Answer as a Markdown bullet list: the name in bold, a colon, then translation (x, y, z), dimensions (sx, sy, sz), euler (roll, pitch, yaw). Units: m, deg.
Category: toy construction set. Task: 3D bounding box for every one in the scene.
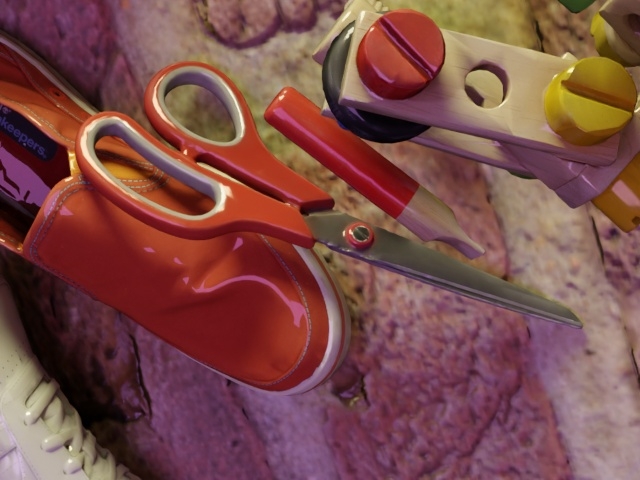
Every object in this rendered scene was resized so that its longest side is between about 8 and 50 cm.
- **toy construction set**: translation (0.138, -0.076, 0.798), dimensions (0.237, 0.257, 0.309), euler (38, 142, -7)

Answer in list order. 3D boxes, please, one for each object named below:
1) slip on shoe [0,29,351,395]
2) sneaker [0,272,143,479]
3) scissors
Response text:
- **slip on shoe**: translation (-0.130, -0.012, 0.998), dimensions (0.331, 0.101, 0.123), euler (36, 119, 7)
- **sneaker**: translation (-0.173, 0.148, 1.092), dimensions (0.152, 0.114, 0.305), euler (-5, 112, 13)
- **scissors**: translation (0.000, 0.000, 0.946), dimensions (0.297, 0.109, 0.021), euler (35, 149, 7)
